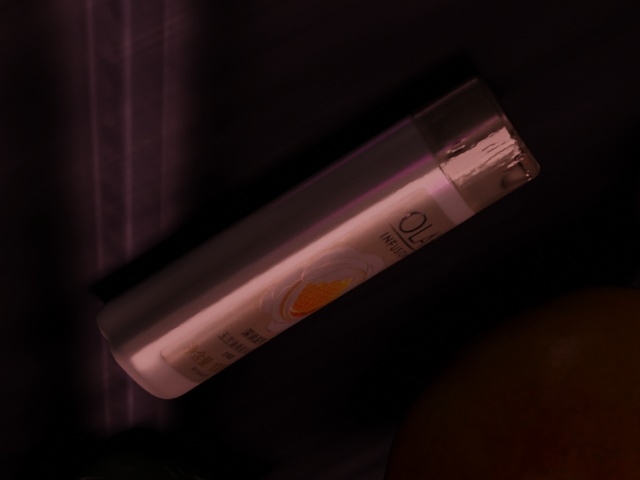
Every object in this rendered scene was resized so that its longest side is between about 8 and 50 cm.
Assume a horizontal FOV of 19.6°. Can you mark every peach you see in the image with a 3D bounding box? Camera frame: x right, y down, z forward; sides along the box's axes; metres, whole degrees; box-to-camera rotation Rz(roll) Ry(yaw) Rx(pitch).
[{"bbox_3d":[0.203,0.181,1.239,0.308,0.307,0.332,-9,-178,-40],"label":"peach"}]

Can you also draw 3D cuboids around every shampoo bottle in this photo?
[{"bbox_3d":[0.000,0.000,0.934,0.227,0.056,0.086,-32,159,7],"label":"shampoo bottle"}]

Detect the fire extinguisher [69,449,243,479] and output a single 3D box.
[{"bbox_3d":[-0.099,0.191,1.189,0.114,0.095,0.311,-3,166,18],"label":"fire extinguisher"}]
